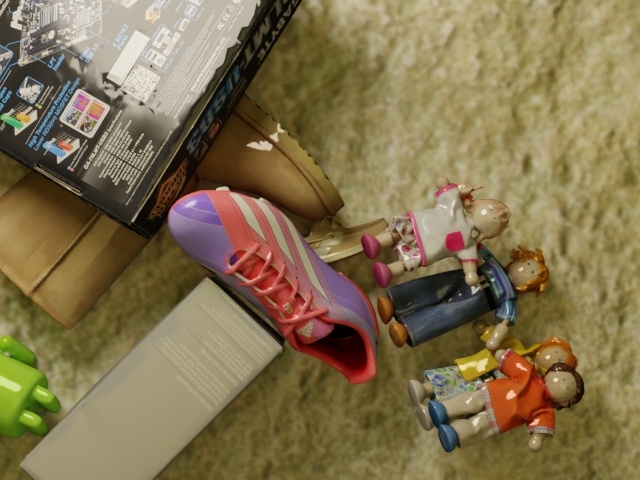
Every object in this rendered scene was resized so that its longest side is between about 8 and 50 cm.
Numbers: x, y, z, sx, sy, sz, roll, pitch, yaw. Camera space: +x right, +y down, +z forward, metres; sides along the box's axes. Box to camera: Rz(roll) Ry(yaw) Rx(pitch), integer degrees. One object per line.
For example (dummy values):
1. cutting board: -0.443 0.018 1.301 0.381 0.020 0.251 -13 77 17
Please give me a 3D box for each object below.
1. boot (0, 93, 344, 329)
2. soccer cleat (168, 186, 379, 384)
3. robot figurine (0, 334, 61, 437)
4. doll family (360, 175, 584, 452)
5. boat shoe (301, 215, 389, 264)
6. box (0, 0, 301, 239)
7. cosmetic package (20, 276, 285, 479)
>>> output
1. boot: -0.147 -0.023 1.328 0.236 0.089 0.269 43 87 12
2. soccer cleat: -0.033 0.040 1.270 0.083 0.095 0.248 -36 130 19
3. robot figurine: -0.296 0.138 1.322 0.115 0.067 0.101 22 73 9
4. doll family: 0.146 0.075 1.329 0.163 0.118 0.263 -18 75 -10
5. boat shoe: 0.000 0.000 1.348 0.135 0.050 0.045 -19 94 -3
6. box: -0.199 -0.198 1.290 0.293 0.073 0.295 29 85 17
7. cosmetic package: -0.148 0.146 1.304 0.107 0.127 0.238 42 90 -1
